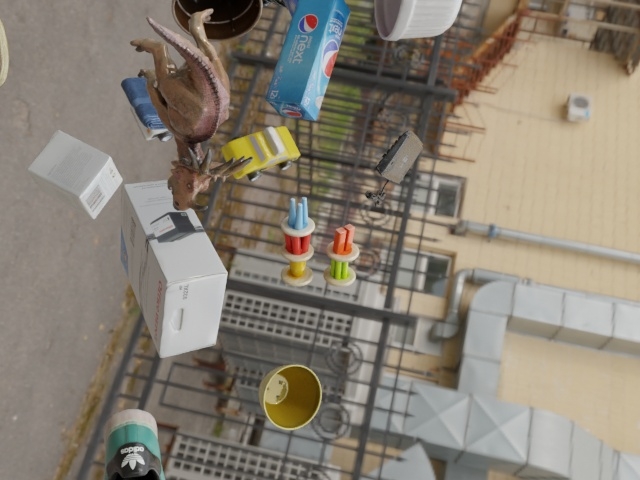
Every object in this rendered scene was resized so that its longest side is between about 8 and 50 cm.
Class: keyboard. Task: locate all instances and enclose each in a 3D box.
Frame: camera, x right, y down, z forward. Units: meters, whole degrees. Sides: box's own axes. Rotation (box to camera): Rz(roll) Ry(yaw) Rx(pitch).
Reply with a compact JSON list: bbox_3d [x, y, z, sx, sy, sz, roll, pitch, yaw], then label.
[{"bbox_3d":[0.173,-0.171,1.711,0.201,0.033,0.317,-56,169,8],"label":"keyboard"}]

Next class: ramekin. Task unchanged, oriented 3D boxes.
[{"bbox_3d":[0.168,-0.445,1.199,0.207,0.109,0.207,180,-90,-80],"label":"ramekin"}]

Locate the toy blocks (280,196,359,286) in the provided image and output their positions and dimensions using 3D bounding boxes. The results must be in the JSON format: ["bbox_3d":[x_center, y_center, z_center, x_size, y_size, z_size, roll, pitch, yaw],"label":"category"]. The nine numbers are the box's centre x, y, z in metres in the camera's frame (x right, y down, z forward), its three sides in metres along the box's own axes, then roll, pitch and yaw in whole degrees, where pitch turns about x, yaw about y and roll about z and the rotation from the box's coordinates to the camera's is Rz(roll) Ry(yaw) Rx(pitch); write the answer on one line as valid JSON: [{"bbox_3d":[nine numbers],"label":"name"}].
[{"bbox_3d":[0.000,0.000,1.087,0.054,0.123,0.148,-94,-175,-52],"label":"toy blocks"}]

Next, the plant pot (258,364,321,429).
[{"bbox_3d":[-0.079,0.324,1.493,0.095,0.134,0.134,0,-104,61],"label":"plant pot"}]

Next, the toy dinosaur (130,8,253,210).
[{"bbox_3d":[-0.166,-0.178,0.965,0.296,0.127,0.200,110,-40,-66],"label":"toy dinosaur"}]

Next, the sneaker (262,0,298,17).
[{"bbox_3d":[-0.099,-0.545,1.526,0.130,0.147,0.330,48,10,-49],"label":"sneaker"}]

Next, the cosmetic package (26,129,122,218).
[{"bbox_3d":[-0.695,-0.186,2.004,0.151,0.183,0.151,-59,171,-20],"label":"cosmetic package"}]

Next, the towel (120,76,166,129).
[{"bbox_3d":[-0.304,-0.242,1.247,0.067,0.119,0.029,-11,146,-37],"label":"towel"}]

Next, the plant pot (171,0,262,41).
[{"bbox_3d":[-0.201,-0.495,1.326,0.167,0.167,0.165,91,-9,-62],"label":"plant pot"}]

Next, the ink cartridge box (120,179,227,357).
[{"bbox_3d":[-0.316,0.053,1.476,0.307,0.129,0.223,56,-36,38],"label":"ink cartridge box"}]

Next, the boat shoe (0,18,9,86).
[{"bbox_3d":[-0.739,-0.468,1.419,0.123,0.123,0.342,-23,100,-60],"label":"boat shoe"}]

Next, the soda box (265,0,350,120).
[{"bbox_3d":[-0.019,-0.312,1.182,0.067,0.071,0.210,35,70,-63],"label":"soda box"}]

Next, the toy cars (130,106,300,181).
[{"bbox_3d":[-0.206,-0.243,1.522,0.087,0.393,0.176,-33,-138,51],"label":"toy cars"}]

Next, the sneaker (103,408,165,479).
[{"bbox_3d":[-0.296,0.412,1.116,0.121,0.108,0.302,-111,-160,-51],"label":"sneaker"}]
